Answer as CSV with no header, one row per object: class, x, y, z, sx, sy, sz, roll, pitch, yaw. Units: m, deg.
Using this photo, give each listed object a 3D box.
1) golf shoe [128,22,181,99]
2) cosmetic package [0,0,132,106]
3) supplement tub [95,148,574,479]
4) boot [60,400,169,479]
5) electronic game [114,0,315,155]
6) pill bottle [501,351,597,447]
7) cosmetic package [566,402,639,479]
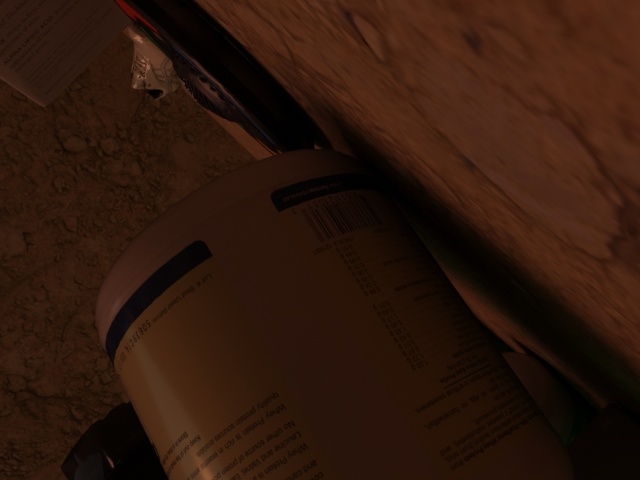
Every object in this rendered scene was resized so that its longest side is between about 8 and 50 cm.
golf shoe,-0.242,-0.252,1.044,0.069,0.086,0.176,45,179,15
cosmetic package,-0.345,-0.300,0.604,0.217,0.156,0.385,45,-178,23
supplement tub,0.016,0.128,0.493,0.325,0.235,0.235,57,-175,19
boot,0.049,0.280,0.645,0.445,0.367,0.146,47,137,16
electronic game,-0.090,-0.136,0.617,0.229,0.048,0.229,43,180,0
pill bottle,0.249,0.246,0.759,0.264,0.146,0.146,43,180,-21
cosmetic package,0.278,0.243,0.550,0.238,0.107,0.127,41,-178,-27
